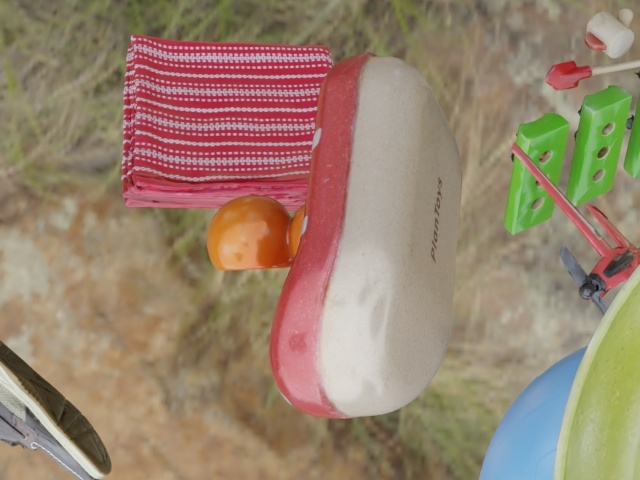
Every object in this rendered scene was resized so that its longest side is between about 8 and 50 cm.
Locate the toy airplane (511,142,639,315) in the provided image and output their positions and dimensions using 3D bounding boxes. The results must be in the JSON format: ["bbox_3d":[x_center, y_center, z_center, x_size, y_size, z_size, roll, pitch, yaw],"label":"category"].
[{"bbox_3d":[0.143,0.009,0.884,0.151,0.151,0.028,34,115,-20],"label":"toy airplane"}]

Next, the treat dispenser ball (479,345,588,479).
[{"bbox_3d":[0.265,0.213,1.439,0.288,0.288,0.288,4,131,5],"label":"treat dispenser ball"}]

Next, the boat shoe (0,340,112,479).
[{"bbox_3d":[-0.218,0.127,1.366,0.152,0.056,0.049,45,101,2],"label":"boat shoe"}]

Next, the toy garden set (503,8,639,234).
[{"bbox_3d":[0.254,-0.135,1.556,0.244,0.049,0.204,-24,141,-26],"label":"toy garden set"}]

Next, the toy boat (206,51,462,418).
[{"bbox_3d":[0.000,0.000,1.172,0.151,0.231,0.151,-4,148,20],"label":"toy boat"}]

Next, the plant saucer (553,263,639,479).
[{"bbox_3d":[0.193,0.085,0.570,0.241,0.241,0.037,-1,170,10],"label":"plant saucer"}]

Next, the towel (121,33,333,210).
[{"bbox_3d":[-0.076,-0.108,1.648,0.199,0.275,0.031,2,124,-7],"label":"towel"}]
